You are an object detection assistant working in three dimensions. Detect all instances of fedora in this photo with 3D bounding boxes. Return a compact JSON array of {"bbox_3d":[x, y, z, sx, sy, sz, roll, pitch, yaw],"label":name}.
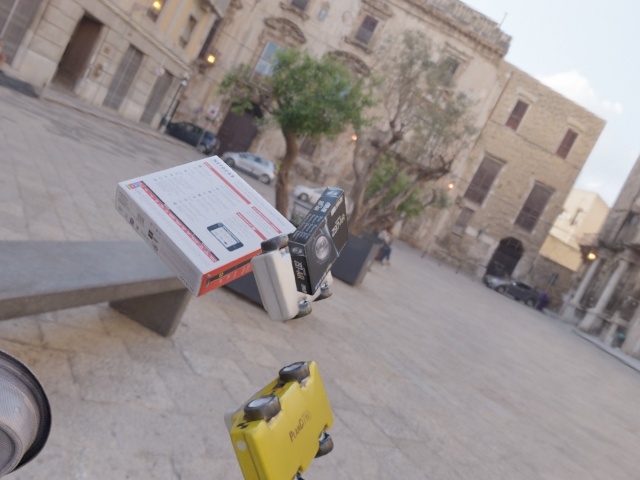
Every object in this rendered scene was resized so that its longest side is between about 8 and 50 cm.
[{"bbox_3d":[-0.615,0.320,0.980,0.275,0.244,0.124,53,-8,-18],"label":"fedora"}]

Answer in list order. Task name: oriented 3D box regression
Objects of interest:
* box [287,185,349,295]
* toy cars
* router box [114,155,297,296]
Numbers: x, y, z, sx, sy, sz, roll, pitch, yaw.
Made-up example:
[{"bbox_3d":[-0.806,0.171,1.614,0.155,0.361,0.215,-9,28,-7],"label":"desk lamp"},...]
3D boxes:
[{"bbox_3d":[0.000,0.000,0.530,0.018,0.083,0.067,15,-44,23],"label":"box"},{"bbox_3d":[-0.052,0.122,0.656,0.393,0.087,0.176,-89,155,-43],"label":"toy cars"},{"bbox_3d":[-0.276,-0.051,1.377,0.335,0.082,0.301,43,43,22],"label":"router box"}]
